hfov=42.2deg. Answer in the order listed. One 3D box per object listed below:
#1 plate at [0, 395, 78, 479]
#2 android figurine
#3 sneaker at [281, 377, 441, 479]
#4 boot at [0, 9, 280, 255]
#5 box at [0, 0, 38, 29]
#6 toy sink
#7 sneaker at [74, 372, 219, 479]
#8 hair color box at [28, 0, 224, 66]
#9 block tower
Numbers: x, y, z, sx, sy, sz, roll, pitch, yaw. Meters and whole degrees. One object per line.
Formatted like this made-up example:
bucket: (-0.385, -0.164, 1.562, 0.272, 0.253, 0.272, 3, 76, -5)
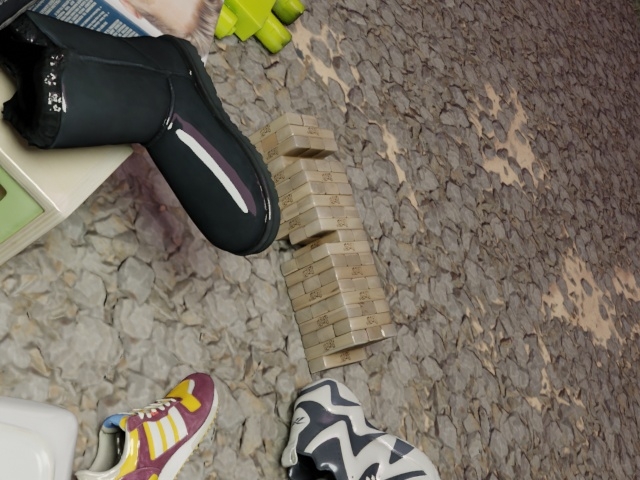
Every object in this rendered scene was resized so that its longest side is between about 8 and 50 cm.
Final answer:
plate: (-0.319, 0.238, 0.651, 0.277, 0.045, 0.278, 24, 52, -38)
android figurine: (-0.138, -0.406, 1.221, 0.273, 0.056, 0.248, 42, 43, -26)
sneaker: (0.044, 0.293, 0.993, 0.235, 0.094, 0.153, 49, 41, -16)
boot: (-0.163, -0.086, 0.728, 0.207, 0.094, 0.246, -11, 71, -54)
box: (-0.371, -0.332, 0.456, 0.480, 0.297, 0.472, 23, 26, -14)
toy sink: (-0.322, -0.109, 0.762, 0.234, 0.153, 0.131, 50, 40, -17)
sneaker: (-0.169, 0.187, 0.830, 0.084, 0.069, 0.185, 52, 38, -21)
hair color box: (-0.283, -0.328, 0.971, 0.347, 0.105, 0.174, 35, 46, -32)
block tower: (0.000, 0.000, 1.113, 0.091, 0.097, 0.335, -2, 72, -48)
